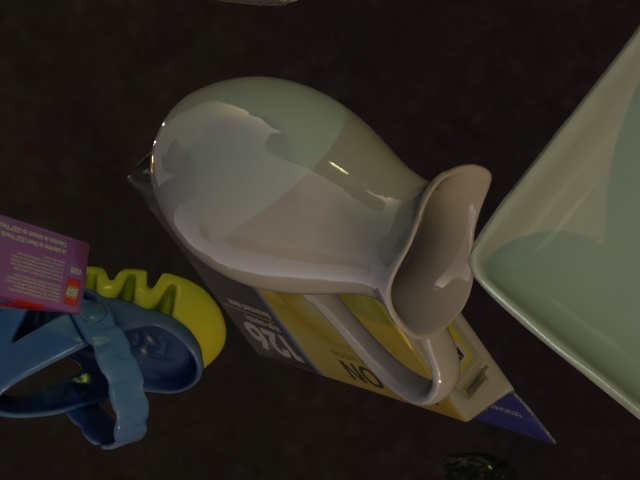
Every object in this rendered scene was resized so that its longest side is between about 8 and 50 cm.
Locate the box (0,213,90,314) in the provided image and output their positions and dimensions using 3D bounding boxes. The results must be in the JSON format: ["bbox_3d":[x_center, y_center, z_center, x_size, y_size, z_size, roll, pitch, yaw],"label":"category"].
[{"bbox_3d":[-0.312,-0.001,1.273,0.201,0.293,0.057,4,82,22],"label":"box"}]

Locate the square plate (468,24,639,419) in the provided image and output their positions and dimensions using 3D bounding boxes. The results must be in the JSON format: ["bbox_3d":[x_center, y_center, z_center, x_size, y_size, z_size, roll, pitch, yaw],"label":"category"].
[{"bbox_3d":[0.274,0.008,0.934,0.347,0.344,0.049,42,153,-7],"label":"square plate"}]

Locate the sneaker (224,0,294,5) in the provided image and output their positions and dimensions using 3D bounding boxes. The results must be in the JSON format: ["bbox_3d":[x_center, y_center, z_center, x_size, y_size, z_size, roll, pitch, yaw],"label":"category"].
[{"bbox_3d":[-0.041,-0.233,0.948,0.281,0.105,0.115,83,-161,-52],"label":"sneaker"}]

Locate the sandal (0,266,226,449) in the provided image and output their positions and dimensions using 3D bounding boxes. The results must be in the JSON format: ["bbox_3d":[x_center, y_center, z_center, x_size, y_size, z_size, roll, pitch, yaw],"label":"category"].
[{"bbox_3d":[-0.237,0.076,1.460,0.138,0.317,0.126,-79,-3,-47],"label":"sandal"}]

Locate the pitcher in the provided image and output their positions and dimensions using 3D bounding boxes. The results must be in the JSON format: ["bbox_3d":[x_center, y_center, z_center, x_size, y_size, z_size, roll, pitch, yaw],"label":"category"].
[{"bbox_3d":[0.000,0.000,1.148,0.207,0.125,0.178,24,131,34],"label":"pitcher"}]

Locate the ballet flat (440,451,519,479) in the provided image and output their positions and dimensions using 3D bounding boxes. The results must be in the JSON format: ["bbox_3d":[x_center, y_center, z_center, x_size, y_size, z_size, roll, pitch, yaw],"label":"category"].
[{"bbox_3d":[0.108,0.220,1.304,0.049,0.057,0.173,13,116,29],"label":"ballet flat"}]

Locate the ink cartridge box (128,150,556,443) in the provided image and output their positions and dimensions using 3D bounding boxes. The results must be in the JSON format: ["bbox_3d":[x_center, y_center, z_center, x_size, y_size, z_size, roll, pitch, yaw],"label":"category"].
[{"bbox_3d":[0.011,0.057,1.587,0.303,0.072,0.307,12,142,54],"label":"ink cartridge box"}]
